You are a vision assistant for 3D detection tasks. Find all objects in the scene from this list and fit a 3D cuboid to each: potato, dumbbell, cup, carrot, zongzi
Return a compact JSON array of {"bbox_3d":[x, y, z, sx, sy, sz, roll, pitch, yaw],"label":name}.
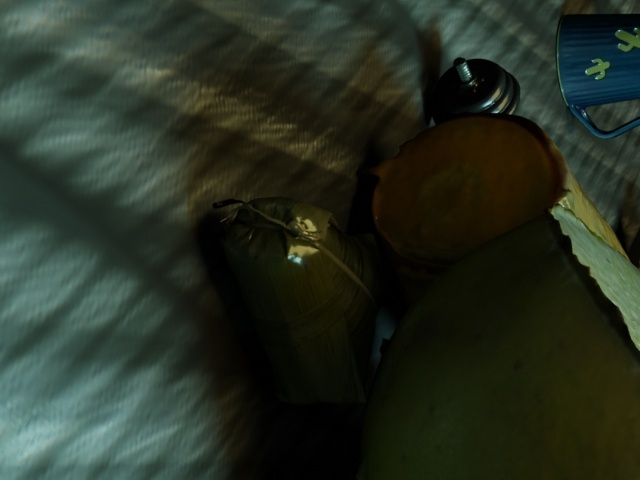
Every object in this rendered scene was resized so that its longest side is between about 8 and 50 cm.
[{"bbox_3d":[0.211,0.215,1.397,0.442,0.319,0.385,52,12,-7],"label":"potato"},{"bbox_3d":[0.178,-0.121,1.796,0.208,0.099,0.099,61,35,-45],"label":"dumbbell"},{"bbox_3d":[0.416,-0.230,2.295,0.131,0.155,0.176,-11,96,-66],"label":"cup"},{"bbox_3d":[0.191,0.035,1.651,0.341,0.224,0.224,59,36,-48],"label":"carrot"},{"bbox_3d":[-0.002,-0.002,1.356,0.204,0.094,0.205,-67,147,-42],"label":"zongzi"}]

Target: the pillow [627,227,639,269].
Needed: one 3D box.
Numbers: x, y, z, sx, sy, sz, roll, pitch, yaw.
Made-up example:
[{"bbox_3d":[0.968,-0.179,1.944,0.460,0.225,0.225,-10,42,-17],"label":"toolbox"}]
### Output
[{"bbox_3d":[0.503,0.148,2.528,0.308,0.108,0.305,-59,145,-49],"label":"pillow"}]
